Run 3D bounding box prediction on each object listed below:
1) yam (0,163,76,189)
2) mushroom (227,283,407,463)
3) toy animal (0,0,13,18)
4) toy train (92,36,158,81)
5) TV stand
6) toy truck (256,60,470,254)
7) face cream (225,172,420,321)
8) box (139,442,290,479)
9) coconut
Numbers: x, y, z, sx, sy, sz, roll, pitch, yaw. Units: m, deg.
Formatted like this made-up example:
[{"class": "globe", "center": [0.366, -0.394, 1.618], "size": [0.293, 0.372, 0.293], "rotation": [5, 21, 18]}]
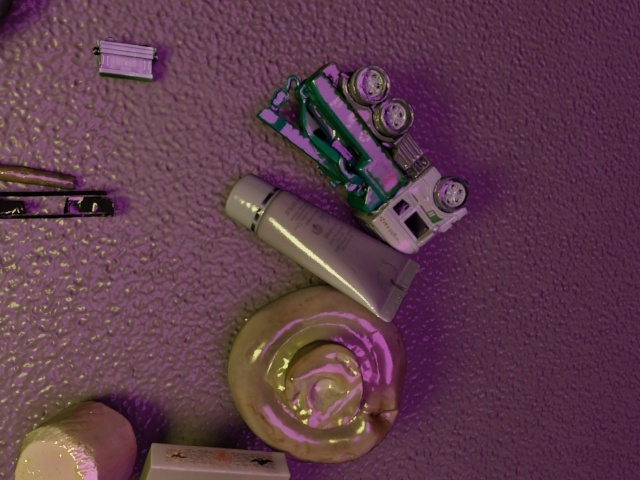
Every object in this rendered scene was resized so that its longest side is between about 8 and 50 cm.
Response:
[{"class": "yam", "center": [-0.473, -0.098, 0.819], "size": [0.235, 0.027, 0.029], "rotation": [7, 96, -21]}, {"class": "mushroom", "center": [0.001, 0.218, 0.875], "size": [0.293, 0.290, 0.292], "rotation": [0, 94, -3]}, {"class": "toy animal", "center": [-0.496, -0.276, 0.739], "size": [0.108, 0.138, 0.236], "rotation": [45, 66, -46]}, {"class": "toy train", "center": [-0.292, -0.271, 0.870], "size": [0.093, 0.038, 0.056], "rotation": [2, 100, -21]}, {"class": "TV stand", "center": [-0.430, -0.050, 0.834], "size": [0.250, 0.036, 0.042], "rotation": [-2, 96, -20]}, {"class": "toy truck", "center": [0.078, -0.140, 0.960], "size": [0.178, 0.176, 0.363], "rotation": [-45, 107, -3]}, {"class": "face cream", "center": [0.000, 0.000, 0.909], "size": [0.315, 0.089, 0.143], "rotation": [29, 45, 8]}, {"class": "box", "center": [-0.200, 0.466, 0.884], "size": [0.205, 0.051, 0.364], "rotation": [12, 114, -22]}, {"class": "coconut", "center": [-0.344, 0.312, 0.838], "size": [0.147, 0.153, 0.146], "rotation": [1, 96, 11]}]
